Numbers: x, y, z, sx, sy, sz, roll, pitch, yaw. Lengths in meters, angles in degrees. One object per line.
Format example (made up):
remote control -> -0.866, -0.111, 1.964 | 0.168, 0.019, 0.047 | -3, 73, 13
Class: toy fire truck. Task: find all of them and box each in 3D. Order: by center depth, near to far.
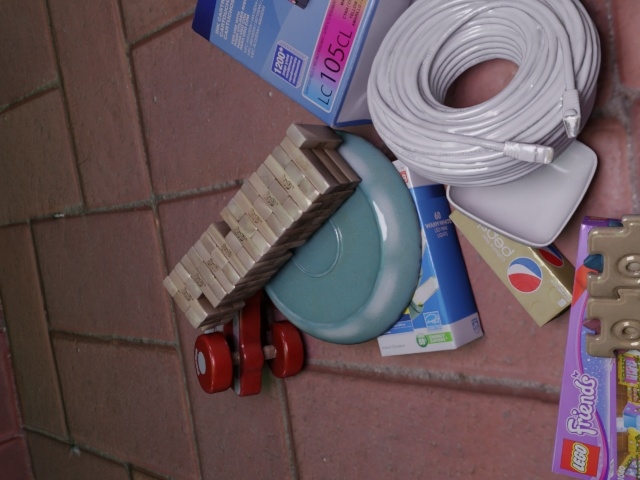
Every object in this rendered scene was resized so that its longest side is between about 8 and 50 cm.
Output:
toy fire truck -> -0.162, 0.122, 1.168 | 0.254, 0.169, 0.302 | 16, 110, 60

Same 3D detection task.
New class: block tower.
block tower -> -0.086, -0.007, 0.891 | 0.097, 0.091, 0.335 | 51, 119, 16

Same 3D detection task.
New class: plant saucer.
plant saucer -> 0.000, 0.000, 0.937 | 0.318, 0.044, 0.317 | 9, 104, 39

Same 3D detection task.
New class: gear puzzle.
gear puzzle -> 0.412, 0.042, 0.570 | 0.339, 0.044, 0.175 | 1, 126, 23

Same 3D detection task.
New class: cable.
cable -> 0.181, -0.185, 0.740 | 0.257, 0.089, 0.257 | 6, 70, 33

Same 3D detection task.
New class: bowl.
bowl -> 0.233, -0.067, 0.766 | 0.142, 0.053, 0.142 | 30, 81, 18

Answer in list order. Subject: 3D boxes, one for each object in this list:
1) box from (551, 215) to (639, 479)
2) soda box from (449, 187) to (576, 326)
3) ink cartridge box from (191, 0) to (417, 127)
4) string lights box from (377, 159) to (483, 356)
box -> 0.365, 0.129, 0.687 | 0.201, 0.057, 0.293 | 8, 105, 24
soda box -> 0.246, 0.013, 0.810 | 0.181, 0.058, 0.061 | 54, 130, 20
ink cartridge box -> -0.027, -0.370, 0.927 | 0.395, 0.151, 0.270 | 41, 124, 32
string lights box -> 0.123, 0.023, 0.915 | 0.133, 0.077, 0.259 | -18, 87, 45
